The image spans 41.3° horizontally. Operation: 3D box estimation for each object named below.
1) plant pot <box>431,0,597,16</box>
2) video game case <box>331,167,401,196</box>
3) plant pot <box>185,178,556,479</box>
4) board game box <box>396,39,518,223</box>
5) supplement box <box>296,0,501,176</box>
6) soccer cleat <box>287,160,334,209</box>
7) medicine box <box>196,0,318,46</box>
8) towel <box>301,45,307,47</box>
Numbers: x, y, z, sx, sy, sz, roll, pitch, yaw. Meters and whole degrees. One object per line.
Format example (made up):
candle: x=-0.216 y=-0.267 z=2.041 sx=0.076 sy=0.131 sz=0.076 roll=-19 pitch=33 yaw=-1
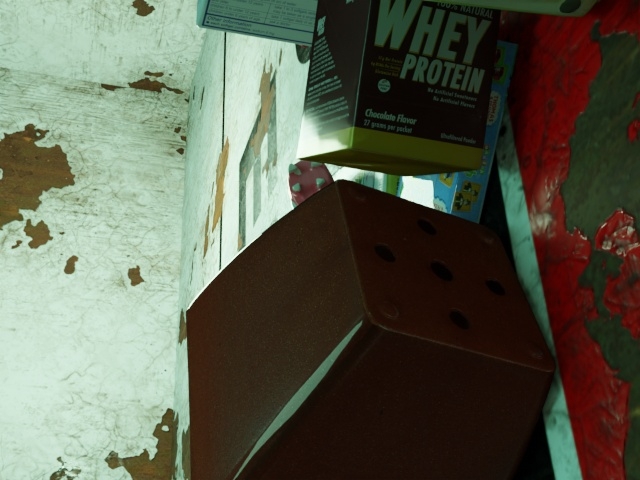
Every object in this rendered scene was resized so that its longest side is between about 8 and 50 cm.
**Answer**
plant pot: x=0.145 y=-0.302 z=0.633 sx=0.228 sy=0.227 sz=0.207 roll=121 pitch=145 yaw=-54
video game case: x=0.053 y=0.006 z=1.151 sx=0.275 sy=0.035 sz=0.248 roll=151 pitch=124 yaw=-71
plant pot: x=0.049 y=0.104 z=0.766 sx=0.236 sy=0.267 sz=0.267 roll=-57 pitch=28 yaw=32
board game box: x=0.135 y=-0.105 z=0.899 sx=0.160 sy=0.039 sz=0.212 roll=-135 pitch=55 yaw=-70
supplement box: x=0.072 y=-0.171 z=0.840 sx=0.191 sy=0.129 sz=0.194 roll=-172 pitch=90 yaw=-74
soccer cleat: x=0.000 y=0.000 z=1.169 sx=0.095 sy=0.083 sz=0.248 roll=61 pitch=-162 yaw=-59
medicine box: x=-0.009 y=-0.407 z=1.118 sx=0.289 sy=0.263 sz=0.149 roll=120 pitch=152 yaw=-54
towel: x=-0.015 y=-0.521 z=1.617 sx=0.199 sy=0.031 sz=0.275 roll=110 pitch=161 yaw=-45
